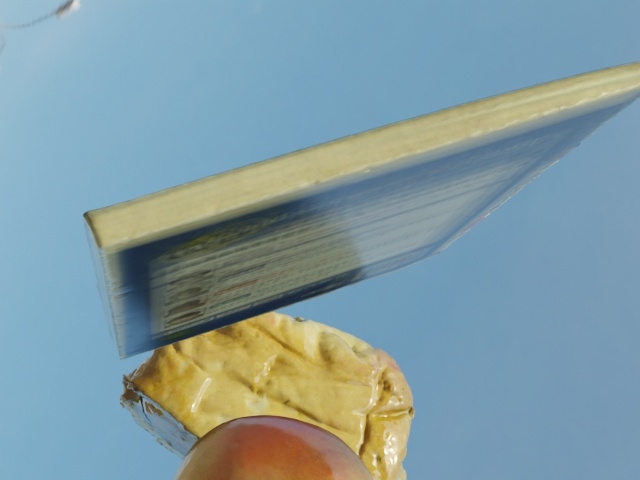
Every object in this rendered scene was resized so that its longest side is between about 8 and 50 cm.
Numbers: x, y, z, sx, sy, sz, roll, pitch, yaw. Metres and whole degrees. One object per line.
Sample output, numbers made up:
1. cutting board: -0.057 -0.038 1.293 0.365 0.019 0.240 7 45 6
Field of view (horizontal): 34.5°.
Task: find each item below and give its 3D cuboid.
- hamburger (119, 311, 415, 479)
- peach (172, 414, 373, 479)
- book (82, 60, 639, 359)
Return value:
1. hamburger: -0.020 0.182 1.058 0.209 0.330 0.162 -51 178 -20
2. peach: -0.043 0.231 0.845 0.184 0.184 0.184 -27 -132 34
3. book: 0.000 0.000 0.523 0.322 0.228 0.018 126 -55 -73
